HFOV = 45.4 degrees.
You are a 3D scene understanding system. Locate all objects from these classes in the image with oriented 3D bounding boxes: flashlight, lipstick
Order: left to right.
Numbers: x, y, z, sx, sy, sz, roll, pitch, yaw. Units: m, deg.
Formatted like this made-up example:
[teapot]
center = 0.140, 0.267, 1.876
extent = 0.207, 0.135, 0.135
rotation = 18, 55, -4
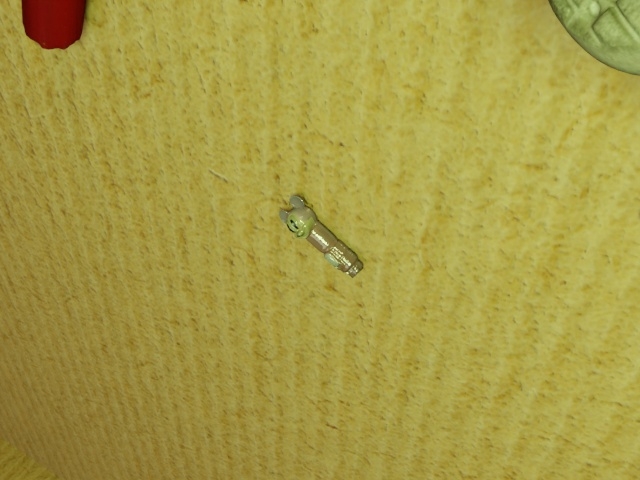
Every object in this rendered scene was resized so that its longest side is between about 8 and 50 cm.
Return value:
[lipstick]
center = -0.247, -0.303, 0.717
extent = 0.073, 0.073, 0.280
rotation = 37, 144, 6
[flashlight]
center = 0.000, 0.000, 0.831
extent = 0.110, 0.031, 0.052
rotation = 42, 143, -1

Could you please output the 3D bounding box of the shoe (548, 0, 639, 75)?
[shoe]
center = 0.284, -0.172, 0.323
extent = 0.351, 0.172, 0.198
rotation = -28, 144, 32
